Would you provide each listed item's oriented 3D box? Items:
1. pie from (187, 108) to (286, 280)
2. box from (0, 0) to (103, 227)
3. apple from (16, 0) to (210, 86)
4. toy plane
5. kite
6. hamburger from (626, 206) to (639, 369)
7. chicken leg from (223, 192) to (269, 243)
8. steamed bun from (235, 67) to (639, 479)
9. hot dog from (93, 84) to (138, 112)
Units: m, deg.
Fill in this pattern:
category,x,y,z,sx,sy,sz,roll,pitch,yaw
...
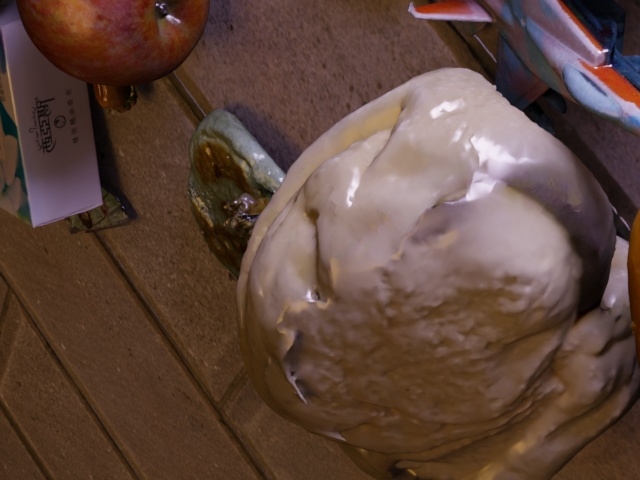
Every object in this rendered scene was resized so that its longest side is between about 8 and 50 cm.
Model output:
category,x,y,z,sx,sy,sz,roll,pitch,yaw
pie,-0.069,-0.029,1.517,0.240,0.054,0.241,37,144,34
box,-0.396,-0.181,1.795,0.203,0.116,0.274,27,129,44
apple,-0.209,-0.249,1.406,0.173,0.188,0.188,22,133,37
toy plane,0.176,-0.147,0.972,0.326,0.104,0.223,46,150,46
kite,-0.349,-0.100,1.922,0.323,0.013,0.268,44,147,30
hamburger,0.334,0.052,0.863,0.289,0.170,0.314,-4,111,51
chicken leg,0.000,0.000,1.370,0.227,0.088,0.103,3,132,31
steamed bun,0.101,0.040,1.115,0.324,0.230,0.372,-18,132,22
hot dog,-0.250,-0.238,1.608,0.072,0.055,0.188,-113,14,-64
